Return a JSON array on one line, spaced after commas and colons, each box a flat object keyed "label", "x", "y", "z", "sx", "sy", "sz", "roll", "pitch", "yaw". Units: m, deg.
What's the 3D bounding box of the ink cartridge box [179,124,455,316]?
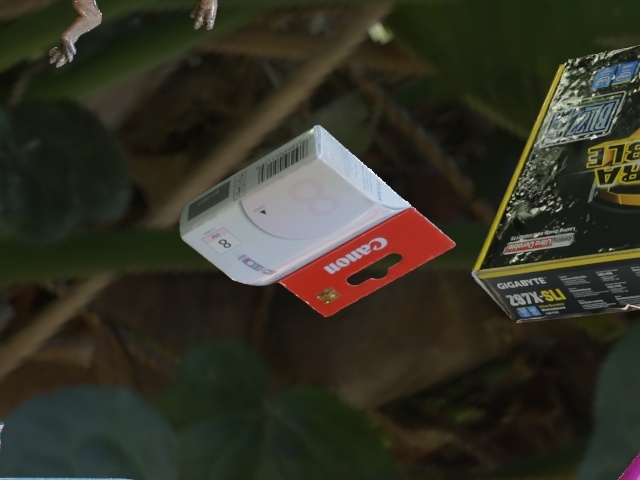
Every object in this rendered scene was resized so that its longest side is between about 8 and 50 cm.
[{"label": "ink cartridge box", "x": 0.000, "y": 0.000, "z": 1.938, "sx": 0.232, "sy": 0.189, "sz": 0.066, "roll": 42, "pitch": 33, "yaw": -30}]

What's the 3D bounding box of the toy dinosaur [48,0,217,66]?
[{"label": "toy dinosaur", "x": -0.206, "y": -0.289, "z": 1.798, "sx": 0.200, "sy": 0.296, "sz": 0.127, "roll": 65, "pitch": 19, "yaw": -54}]

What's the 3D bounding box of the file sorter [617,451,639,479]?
[{"label": "file sorter", "x": 0.430, "y": 0.251, "z": 1.827, "sx": 0.182, "sy": 0.291, "sz": 0.202, "roll": 22, "pitch": -43, "yaw": 29}]

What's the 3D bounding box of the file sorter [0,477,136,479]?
[{"label": "file sorter", "x": -0.140, "y": 0.229, "z": 1.094, "sx": 0.104, "sy": 0.118, "sz": 0.170, "roll": 51, "pitch": 41, "yaw": -61}]

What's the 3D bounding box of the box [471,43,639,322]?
[{"label": "box", "x": 0.309, "y": -0.065, "z": 1.566, "sx": 0.322, "sy": 0.257, "sz": 0.079, "roll": -9, "pitch": -47, "yaw": 43}]

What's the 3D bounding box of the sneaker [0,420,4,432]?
[{"label": "sneaker", "x": -0.390, "y": 0.232, "z": 1.945, "sx": 0.161, "sy": 0.057, "sz": 0.075, "roll": -12, "pitch": 107, "yaw": -57}]
